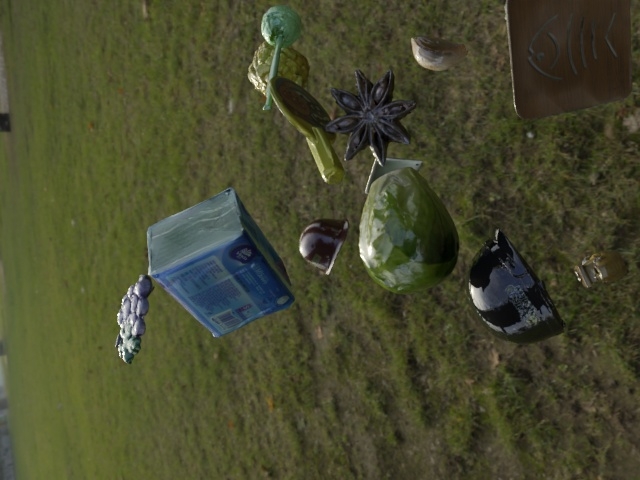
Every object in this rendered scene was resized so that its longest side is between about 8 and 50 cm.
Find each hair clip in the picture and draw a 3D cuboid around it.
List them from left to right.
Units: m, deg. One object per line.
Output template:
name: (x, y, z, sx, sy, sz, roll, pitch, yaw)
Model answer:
hair clip: (-0.403, 0.171, 1.288, 0.124, 0.052, 0.195, 1, 78, 54)

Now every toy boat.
toy boat: (0.785, 0.082, 1.657, 0.122, 0.321, 0.089, -23, 81, 19)

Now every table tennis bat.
table tennis bat: (-0.023, -0.288, 1.489, 0.054, 0.224, 0.368, -41, 52, 27)

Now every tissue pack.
tissue pack: (-0.195, 0.053, 1.179, 0.263, 0.198, 0.146, 60, -172, -48)

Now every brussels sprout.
brussels sprout: (0.187, -0.018, 1.286, 0.210, 0.220, 0.271, -15, 90, 48)

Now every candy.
candy: (-0.120, -0.508, 1.623, 0.119, 0.119, 0.439, 122, 158, -47)

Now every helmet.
helmet: (0.000, 0.000, 1.560, 0.175, 0.106, 0.155, 135, 153, -61)
helmet: (0.403, 0.115, 1.291, 0.278, 0.160, 0.230, 53, -167, -6)

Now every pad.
pad: (0.554, -0.430, 1.301, 0.018, 0.284, 0.286, -118, 16, -73)

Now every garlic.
garlic: (0.397, -0.624, 1.967, 0.087, 0.196, 0.101, 80, -162, -73)

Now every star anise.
star anise: (0.133, -0.314, 1.487, 0.223, 0.109, 0.235, 13, 104, 17)

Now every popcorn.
popcorn: (-0.129, -0.553, 1.955, 0.217, 0.235, 0.181, 35, 96, 8)

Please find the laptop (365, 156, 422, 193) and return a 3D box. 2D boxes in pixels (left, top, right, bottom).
laptop: (0.293, -0.255, 2.384, 0.269, 0.188, 0.015, 102, 170, -63)
